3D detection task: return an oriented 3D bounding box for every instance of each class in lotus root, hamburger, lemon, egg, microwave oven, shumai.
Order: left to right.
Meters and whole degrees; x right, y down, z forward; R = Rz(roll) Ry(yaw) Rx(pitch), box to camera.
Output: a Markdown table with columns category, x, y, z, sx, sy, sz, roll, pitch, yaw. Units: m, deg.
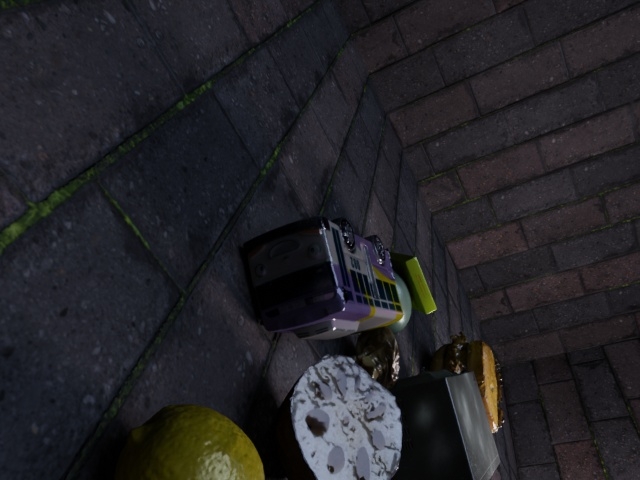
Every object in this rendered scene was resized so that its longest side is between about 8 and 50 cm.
| category | x | y | z | sx | sy | sz | roll | pitch | yaw |
| --- | --- | --- | --- | --- | --- | --- | --- | --- | --- |
| lemon | -0.163 | 0.305 | 0.629 | 0.193 | 0.181 | 0.180 | 37 | 23 | 5 |
| lotus root | 0.020 | 0.373 | 0.955 | 0.271 | 0.192 | 0.272 | 15 | 54 | -22 |
| shumai | 0.129 | 0.333 | 1.350 | 0.152 | 0.210 | 0.161 | -18 | 47 | -36 |
| egg | 0.199 | 0.188 | 1.559 | 0.168 | 0.167 | 0.231 | -60 | 131 | -62 |
| microwave oven | 0.370 | 0.581 | 1.544 | 0.432 | 0.236 | 0.375 | 24 | 51 | -61 |
| hamburger | 0.566 | 0.534 | 1.992 | 0.287 | 0.268 | 0.445 | 65 | 27 | -18 |

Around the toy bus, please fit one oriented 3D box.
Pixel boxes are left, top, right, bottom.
| category | x | y | z | sx | sy | sz | roll | pitch | yaw |
| --- | --- | --- | --- | --- | --- | --- | --- | --- | --- |
| toy bus | 0.026 | 0.107 | 1.179 | 0.439 | 0.209 | 0.250 | 24 | 51 | -62 |

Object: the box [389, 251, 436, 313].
| category | x | y | z | sx | sy | sz | roll | pitch | yaw |
| --- | --- | --- | --- | --- | --- | --- | --- | --- | --- |
| box | 0.263 | 0.130 | 1.677 | 0.187 | 0.047 | 0.335 | 66 | -14 | -10 |
